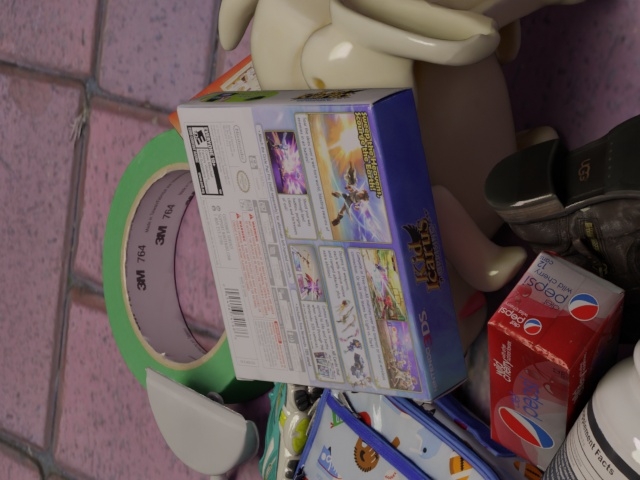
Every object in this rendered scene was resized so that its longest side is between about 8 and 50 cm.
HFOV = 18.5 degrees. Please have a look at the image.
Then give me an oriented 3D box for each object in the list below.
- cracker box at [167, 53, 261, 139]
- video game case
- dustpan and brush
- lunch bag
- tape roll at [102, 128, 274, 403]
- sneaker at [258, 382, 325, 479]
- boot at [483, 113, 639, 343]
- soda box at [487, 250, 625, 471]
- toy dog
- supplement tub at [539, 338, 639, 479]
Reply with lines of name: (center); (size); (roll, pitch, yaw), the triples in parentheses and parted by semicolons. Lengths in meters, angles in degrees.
cracker box: (-0.041, -0.095, 2.118); (0.155, 0.067, 0.232); (-37, 52, -2)
video game case: (0.000, 0.000, 1.751); (0.244, 0.061, 0.270); (4, 111, 45)
dustpan and brush: (-0.126, 0.234, 2.232); (0.147, 0.060, 0.211); (25, 132, 26)
lunch bag: (0.091, 0.263, 1.984); (0.303, 0.115, 0.243); (38, 116, 42)
tape roll: (-0.134, 0.030, 2.281); (0.321, 0.077, 0.321); (1, 91, 50)
sneaker: (-0.016, 0.160, 2.124); (0.110, 0.107, 0.275); (38, 118, 54)
boot: (0.284, 0.002, 1.685); (0.263, 0.229, 0.091); (-7, 48, 33)
soda box: (0.205, 0.115, 1.737); (0.083, 0.092, 0.263); (31, 159, 20)
toy dog: (0.057, -0.057, 1.874); (0.395, 0.284, 0.408); (11, 116, 21)
supplement tub: (0.290, 0.219, 1.682); (0.191, 0.191, 0.272); (51, 126, 37)
